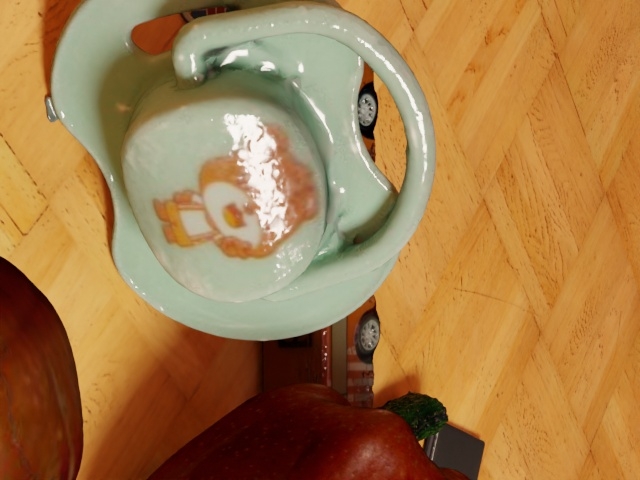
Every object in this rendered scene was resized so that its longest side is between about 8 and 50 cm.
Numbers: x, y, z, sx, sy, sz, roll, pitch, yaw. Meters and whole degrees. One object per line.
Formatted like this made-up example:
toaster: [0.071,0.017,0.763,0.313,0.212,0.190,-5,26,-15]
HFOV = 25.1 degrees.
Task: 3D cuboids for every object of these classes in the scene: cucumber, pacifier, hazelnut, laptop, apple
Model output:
cucumber: [0.059,0.204,1.483,0.187,0.058,0.058,-21,111,-51]
pacifier: [-0.050,-0.094,1.147,0.269,0.288,0.343,-82,161,-55]
hazelnut: [-0.242,0.107,0.888,0.229,0.229,0.229,-11,104,-55]
laptop: [0.139,0.303,1.644,0.129,0.016,0.180,32,69,-53]
apple: [-0.023,0.279,1.166,0.317,0.288,0.288,-49,135,-15]

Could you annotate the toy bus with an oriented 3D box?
toy bus: [0.000,0.000,1.333,0.092,0.093,0.408,-10,101,-52]

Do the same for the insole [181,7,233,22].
insole: [-0.063,-0.221,1.284,0.193,0.006,0.065,-16,108,-53]
